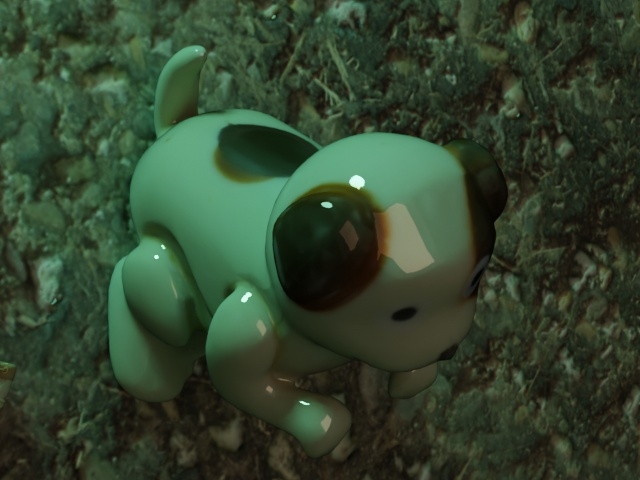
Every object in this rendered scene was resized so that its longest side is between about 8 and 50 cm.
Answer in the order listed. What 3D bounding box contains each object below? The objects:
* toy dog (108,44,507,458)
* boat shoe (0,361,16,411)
[{"bbox_3d":[0.000,0.000,1.077,0.284,0.408,0.396,-10,99,-35],"label":"toy dog"},{"bbox_3d":[-0.358,0.102,1.048,0.170,0.063,0.059,41,67,-39],"label":"boat shoe"}]
